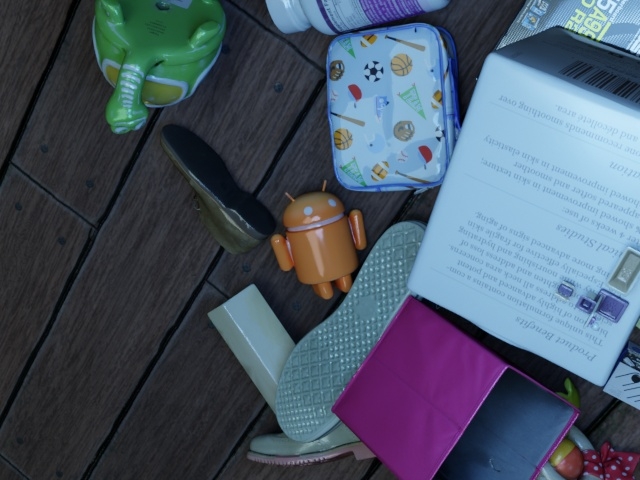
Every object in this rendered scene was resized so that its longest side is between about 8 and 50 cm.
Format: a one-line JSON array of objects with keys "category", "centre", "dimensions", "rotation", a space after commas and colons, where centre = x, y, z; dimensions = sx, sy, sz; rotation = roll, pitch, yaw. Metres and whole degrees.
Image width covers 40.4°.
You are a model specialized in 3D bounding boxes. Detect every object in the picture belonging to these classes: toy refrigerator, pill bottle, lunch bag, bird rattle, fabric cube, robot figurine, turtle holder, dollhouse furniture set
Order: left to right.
[{"category": "turtle holder", "centre": [-0.295, -0.348, 1.608], "dimensions": [0.227, 0.243, 0.320], "rotation": [115, 142, -49]}, {"category": "toy refrigerator", "centre": [-0.109, 0.228, 1.797], "dimensions": [0.269, 0.094, 0.102], "rotation": [56, 150, -1]}, {"category": "robot figurine", "centre": [-0.002, 0.001, 1.678], "dimensions": [0.158, 0.128, 0.219], "rotation": [-10, 102, 24]}, {"category": "pill bottle", "centre": [0.062, -0.450, 1.497], "dimensions": [0.301, 0.169, 0.169], "rotation": [-8, 103, 24]}, {"category": "lunch bag", "centre": [0.139, -0.229, 1.553], "dimensions": [0.243, 0.115, 0.303], "rotation": [-2, 98, 21]}, {"category": "fabric cube", "centre": [0.228, 0.294, 1.494], "dimensions": [0.259, 0.254, 0.258], "rotation": [-56, 41, 1]}, {"category": "bird rattle", "centre": [0.450, 0.395, 1.587], "dimensions": [0.143, 0.207, 0.253], "rotation": [-40, 79, 45]}, {"category": "dollhouse furniture set", "centre": [0.363, 0.058, 1.131], "dimensions": [0.091, 0.081, 0.114], "rotation": [30, 121, 16]}]

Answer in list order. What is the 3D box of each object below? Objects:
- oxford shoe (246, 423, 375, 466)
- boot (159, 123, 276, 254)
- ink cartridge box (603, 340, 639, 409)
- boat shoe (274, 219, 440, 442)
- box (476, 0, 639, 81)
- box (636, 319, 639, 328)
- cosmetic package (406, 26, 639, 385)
[{"category": "oxford shoe", "centre": [0.021, 0.386, 1.805], "dimensions": [0.397, 0.140, 0.146], "rotation": [-13, 77, 23]}, {"category": "boot", "centre": [-0.233, -0.098, 1.761], "dimensions": [0.305, 0.112, 0.115], "rotation": [49, 127, 0]}, {"category": "ink cartridge box", "centre": [0.624, 0.272, 1.555], "dimensions": [0.207, 0.046, 0.097], "rotation": [27, 115, 12]}, {"category": "boat shoe", "centre": [0.091, 0.186, 1.648], "dimensions": [0.187, 0.156, 0.500], "rotation": [44, 107, 37]}, {"category": "box", "centre": [0.422, -0.327, 1.448], "dimensions": [0.216, 0.060, 0.270], "rotation": [35, 115, 9]}, {"category": "box", "centre": [0.586, 0.118, 1.517], "dimensions": [0.232, 0.058, 0.087], "rotation": [36, 116, 9]}, {"category": "cosmetic package", "centre": [0.383, -0.069, 1.318], "dimensions": [0.329, 0.327, 0.393], "rotation": [27, 120, 19]}]
